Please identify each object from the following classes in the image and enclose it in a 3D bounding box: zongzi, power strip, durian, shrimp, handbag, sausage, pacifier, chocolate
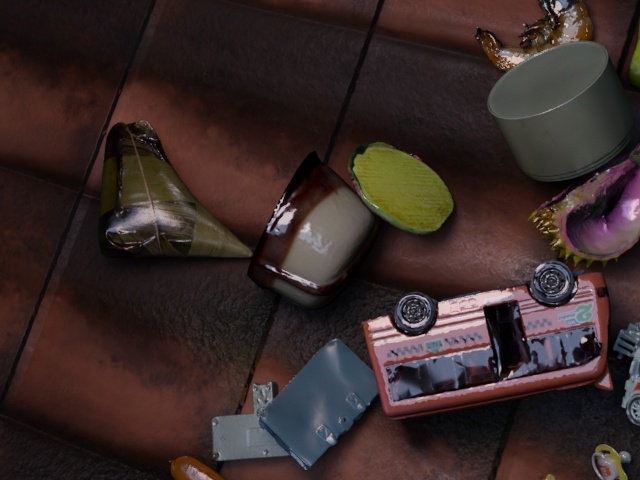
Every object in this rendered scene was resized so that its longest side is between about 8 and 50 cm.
[{"bbox_3d":[-0.286,-0.099,1.940,0.318,0.154,0.289,3,75,-6],"label":"zongzi"},{"bbox_3d":[-0.106,0.344,1.823,0.216,0.061,0.145,-7,77,11],"label":"power strip"},{"bbox_3d":[0.497,-0.048,1.703,0.261,0.154,0.186,-20,77,-15],"label":"durian"},{"bbox_3d":[0.407,-0.455,1.870,0.222,0.054,0.290,-14,83,10],"label":"shrimp"},{"bbox_3d":[0.004,0.303,1.774,0.144,0.057,0.221,42,67,10],"label":"handbag"},{"bbox_3d":[-0.215,0.471,1.827,0.183,0.054,0.062,30,119,16],"label":"sausage"},{"bbox_3d":[0.517,0.392,1.673,0.064,0.068,0.083,-21,91,-26],"label":"pacifier"},{"bbox_3d":[0.000,0.000,1.786,0.186,0.283,0.283,26,85,2],"label":"chocolate"}]

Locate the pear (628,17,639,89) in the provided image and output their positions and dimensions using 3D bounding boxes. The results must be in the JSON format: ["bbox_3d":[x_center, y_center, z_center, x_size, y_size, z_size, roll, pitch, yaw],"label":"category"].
[{"bbox_3d":[0.703,-0.423,1.664,0.239,0.318,0.342,29,88,22],"label":"pear"}]

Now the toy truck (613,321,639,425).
[{"bbox_3d":[0.638,0.232,1.557,0.338,0.133,0.184,12,98,54],"label":"toy truck"}]

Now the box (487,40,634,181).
[{"bbox_3d":[0.433,-0.233,1.713,0.226,0.149,0.226,-25,31,16],"label":"box"}]

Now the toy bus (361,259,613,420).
[{"bbox_3d":[0.303,0.184,1.688,0.427,0.203,0.232,-13,80,12],"label":"toy bus"}]

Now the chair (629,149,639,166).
[{"bbox_3d":[0.642,-0.032,1.625,0.271,0.136,0.147,26,85,-14],"label":"chair"}]

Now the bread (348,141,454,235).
[{"bbox_3d":[0.150,-0.096,1.795,0.228,0.228,0.033,51,130,18],"label":"bread"}]

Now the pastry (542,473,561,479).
[{"bbox_3d":[0.460,0.521,1.626,0.250,0.102,0.154,37,88,20],"label":"pastry"}]
